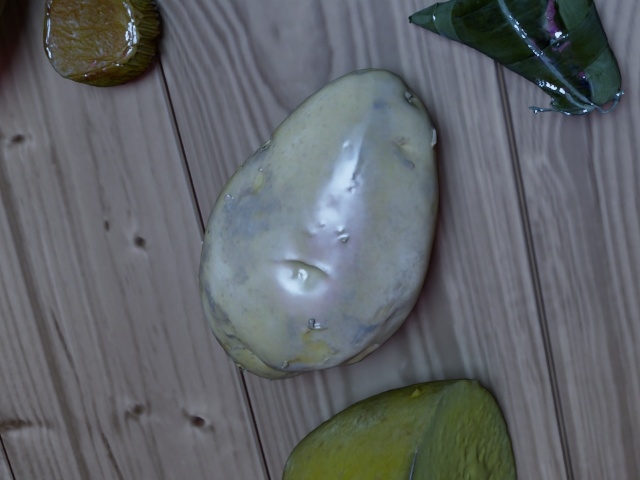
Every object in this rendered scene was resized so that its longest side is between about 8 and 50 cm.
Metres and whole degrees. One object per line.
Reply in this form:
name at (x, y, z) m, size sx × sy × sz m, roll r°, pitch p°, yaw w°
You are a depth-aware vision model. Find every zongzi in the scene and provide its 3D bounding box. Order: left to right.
zongzi at (0.130, -0.120, 0.698) m, size 0.119 × 0.055 × 0.109 m, roll -18°, pitch 105°, yaw 34°

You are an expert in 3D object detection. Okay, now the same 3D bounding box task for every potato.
potato at (0.004, 0.002, 0.736) m, size 0.161 × 0.128 × 0.235 m, roll 43°, pitch 110°, yaw -6°
potato at (0.044, 0.196, 0.786) m, size 0.158 × 0.178 × 0.204 m, roll 4°, pitch 136°, yaw 31°

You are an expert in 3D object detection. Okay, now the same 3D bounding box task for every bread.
bread at (-0.156, -0.153, 0.769) m, size 0.085 × 0.053 × 0.085 m, roll 2°, pitch 97°, yaw 17°

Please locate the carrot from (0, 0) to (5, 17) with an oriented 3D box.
carrot at (-0.318, -0.263, 0.691) m, size 0.224 × 0.224 × 0.341 m, roll 4°, pitch 103°, yaw 15°
